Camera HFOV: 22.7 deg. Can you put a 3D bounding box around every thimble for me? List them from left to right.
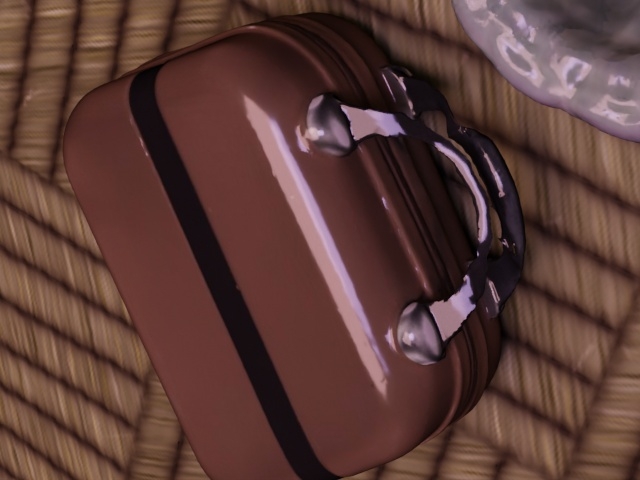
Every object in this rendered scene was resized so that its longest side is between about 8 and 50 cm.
[{"bbox_3d":[0.180,-0.163,0.813,0.237,0.150,0.237,14,117,30],"label":"thimble"}]

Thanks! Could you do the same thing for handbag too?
[{"bbox_3d":[0.000,0.000,1.012,0.283,0.149,0.302,-19,95,37],"label":"handbag"}]
